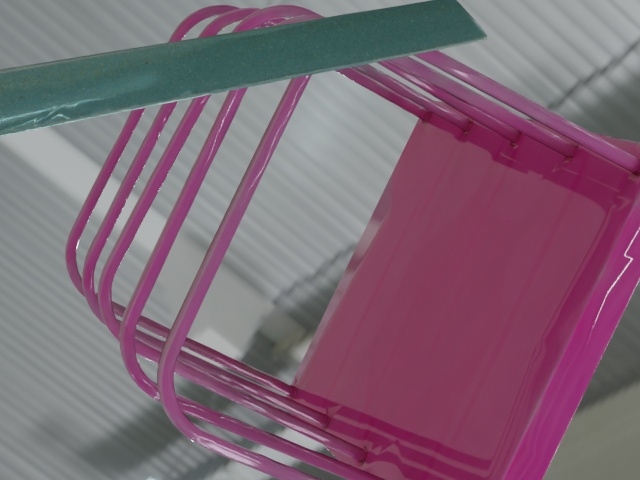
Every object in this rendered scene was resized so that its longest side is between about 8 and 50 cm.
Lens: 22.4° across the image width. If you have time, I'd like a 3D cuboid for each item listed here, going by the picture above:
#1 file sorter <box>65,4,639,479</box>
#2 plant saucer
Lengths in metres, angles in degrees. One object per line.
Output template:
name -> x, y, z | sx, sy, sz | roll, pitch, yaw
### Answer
file sorter -> 0.000, 0.000, 0.795 | 0.202, 0.182, 0.291 | -64, -162, 1
plant saucer -> -0.041, -0.050, 0.466 | 0.192, 0.018, 0.067 | -14, -170, -38
